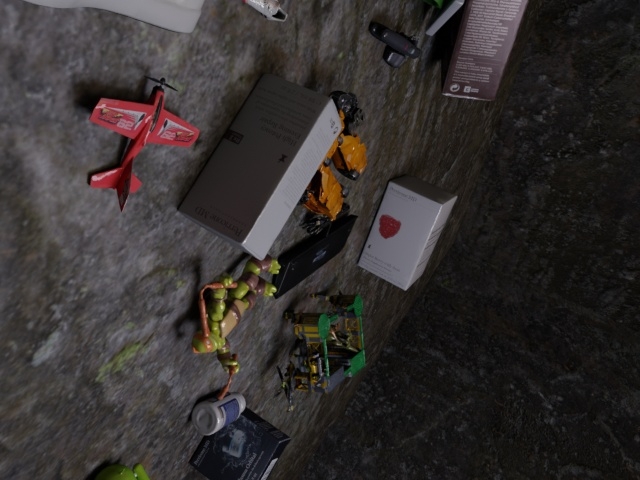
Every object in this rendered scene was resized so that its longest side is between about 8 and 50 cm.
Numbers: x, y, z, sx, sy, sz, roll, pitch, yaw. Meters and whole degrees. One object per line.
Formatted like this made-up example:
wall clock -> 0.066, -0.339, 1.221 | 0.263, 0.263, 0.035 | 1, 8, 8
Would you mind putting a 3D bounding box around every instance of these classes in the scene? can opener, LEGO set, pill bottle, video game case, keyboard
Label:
can opener -> 0.149, -0.383, 0.965 | 0.186, 0.059, 0.073 | -12, 128, -65
LEGO set -> -0.022, 0.266, 1.302 | 0.331, 0.192, 0.254 | -29, 113, -61
pill bottle -> -0.209, 0.356, 1.037 | 0.067, 0.067, 0.120 | -65, 160, 8
video game case -> 0.276, -0.528, 1.003 | 0.190, 0.022, 0.173 | -133, -117, -82
keyboard -> 0.000, 0.000, 1.141 | 0.317, 0.033, 0.201 | -34, 153, -54

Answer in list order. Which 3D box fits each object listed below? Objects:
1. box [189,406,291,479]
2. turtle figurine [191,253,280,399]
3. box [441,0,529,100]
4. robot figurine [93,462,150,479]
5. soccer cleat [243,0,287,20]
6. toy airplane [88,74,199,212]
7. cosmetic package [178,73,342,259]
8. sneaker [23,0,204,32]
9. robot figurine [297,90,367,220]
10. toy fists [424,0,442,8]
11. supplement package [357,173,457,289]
box -> -0.181, 0.479, 1.129 | 0.155, 0.158, 0.093 | -60, 161, -8
turtle figurine -> -0.155, 0.128, 0.848 | 0.217, 0.087, 0.269 | -52, 150, -46
box -> 0.388, -0.543, 1.145 | 0.381, 0.143, 0.191 | 92, 8, -48
robot figurine -> -0.332, 0.409, 0.805 | 0.101, 0.067, 0.115 | -30, 144, -35
soccer cleat -> -0.069, -0.287, 0.593 | 0.029, 0.036, 0.083 | -65, 160, 7
toy airplane -> -0.195, -0.104, 0.533 | 0.151, 0.028, 0.151 | -48, 155, -31
cosmetic package -> -0.080, -0.103, 0.691 | 0.231, 0.118, 0.085 | -60, 159, -9
sneaker -> -0.162, -0.227, 0.328 | 0.123, 0.106, 0.290 | -53, 176, 24
robot figurine -> 0.007, -0.144, 0.891 | 0.210, 0.085, 0.291 | -60, 161, -6
toy fists -> 0.192, -0.513, 0.856 | 0.142, 0.096, 0.279 | -60, 164, 21
supplement package -> 0.266, -0.031, 1.528 | 0.175, 0.178, 0.292 | -26, 139, -58
